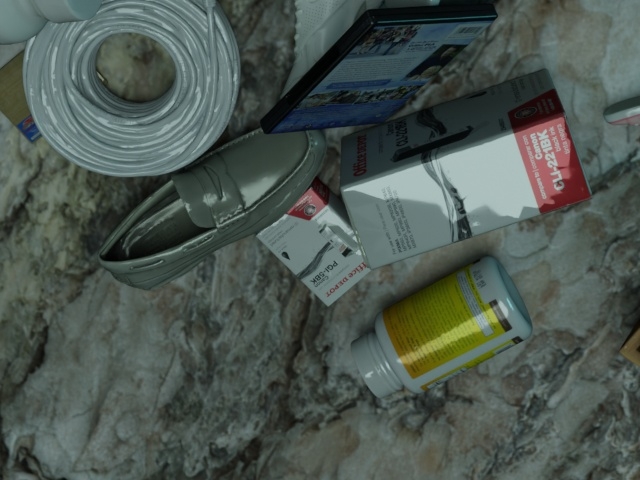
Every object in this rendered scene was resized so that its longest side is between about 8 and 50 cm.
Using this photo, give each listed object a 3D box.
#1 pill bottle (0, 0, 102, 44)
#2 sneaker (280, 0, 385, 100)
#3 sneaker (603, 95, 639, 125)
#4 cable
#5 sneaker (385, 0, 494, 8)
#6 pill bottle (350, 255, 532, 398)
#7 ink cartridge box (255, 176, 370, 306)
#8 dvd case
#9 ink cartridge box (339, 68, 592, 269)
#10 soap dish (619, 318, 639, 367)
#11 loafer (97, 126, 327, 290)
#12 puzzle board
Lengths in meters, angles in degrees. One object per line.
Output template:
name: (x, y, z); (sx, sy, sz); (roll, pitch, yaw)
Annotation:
pill bottle: (-0.401, -0.301, 1.807); (0.302, 0.169, 0.169); (-1, 114, 18)
sneaker: (0.001, -0.264, 1.905); (0.115, 0.090, 0.232); (30, 102, -4)
sneaker: (0.415, -0.144, 1.957); (0.134, 0.051, 0.070); (-15, 107, 3)
cable: (-0.223, -0.204, 1.916); (0.257, 0.089, 0.257); (-13, 112, 3)
sneaker: (0.137, -0.386, 1.844); (0.105, 0.147, 0.295); (-5, 85, 40)
pill bottle: (0.150, 0.116, 2.036); (0.215, 0.117, 0.117); (-29, 109, 12)
ink cartridge box: (0.000, 0.000, 2.022); (0.099, 0.056, 0.135); (-41, 106, 15)
dvd case: (0.063, -0.194, 1.836); (0.180, 0.022, 0.253); (-8, 160, -35)
ink cartridge box: (0.164, -0.086, 1.907); (0.273, 0.197, 0.114); (-19, 110, 8)
soap dish: (0.556, 0.122, 2.031); (0.291, 0.118, 0.229); (33, 110, -12)
loafer: (-0.133, -0.047, 1.963); (0.319, 0.111, 0.112); (-38, 67, 15)
puzzle board: (-0.338, -0.191, 1.973); (0.128, 0.011, 0.096); (-36, 109, 15)
